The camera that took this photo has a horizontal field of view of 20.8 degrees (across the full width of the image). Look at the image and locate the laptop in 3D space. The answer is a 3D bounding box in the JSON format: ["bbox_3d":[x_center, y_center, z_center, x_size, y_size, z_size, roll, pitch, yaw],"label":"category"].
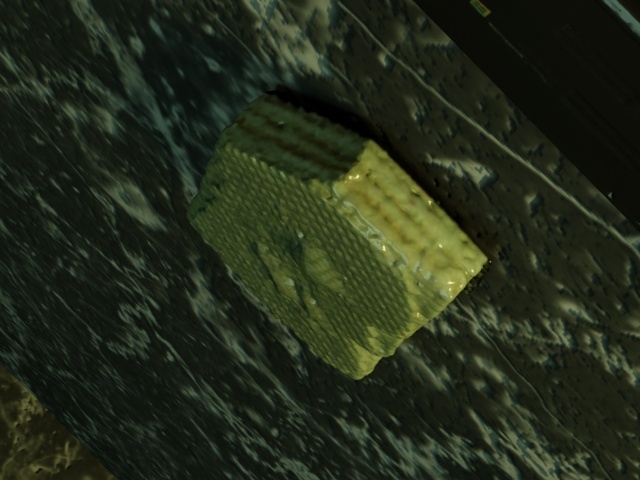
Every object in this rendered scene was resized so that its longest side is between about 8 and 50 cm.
[{"bbox_3d":[0.092,-0.066,0.646,0.197,0.016,0.135,46,164,-2],"label":"laptop"}]

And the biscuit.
[{"bbox_3d":[0.000,0.000,0.947,0.150,0.052,0.252,46,163,2],"label":"biscuit"}]
